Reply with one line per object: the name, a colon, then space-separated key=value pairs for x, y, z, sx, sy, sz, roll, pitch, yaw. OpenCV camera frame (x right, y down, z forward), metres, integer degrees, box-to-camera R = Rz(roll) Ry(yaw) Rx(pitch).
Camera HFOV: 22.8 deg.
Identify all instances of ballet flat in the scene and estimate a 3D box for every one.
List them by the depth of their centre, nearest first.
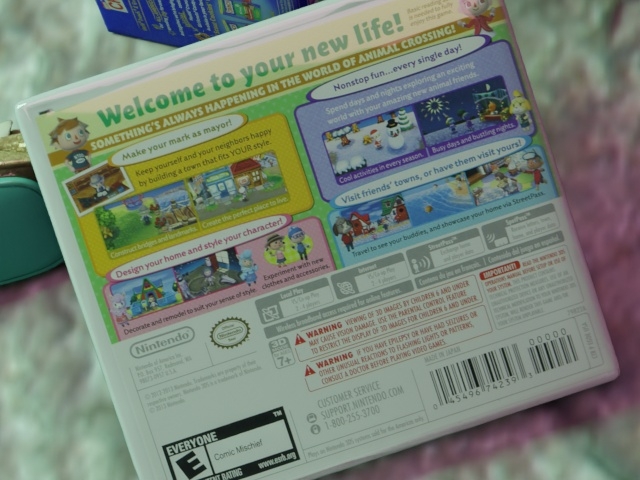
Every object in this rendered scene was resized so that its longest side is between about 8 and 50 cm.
ballet flat: x=-0.116 y=-0.029 z=0.731 sx=0.206 sy=0.073 sz=0.067 roll=-13 pitch=43 yaw=-2

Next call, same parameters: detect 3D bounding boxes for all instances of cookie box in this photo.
cookie box: x=-0.053 y=-0.124 z=0.736 sx=0.107 sy=0.092 sz=0.040 roll=14 pitch=69 yaw=10

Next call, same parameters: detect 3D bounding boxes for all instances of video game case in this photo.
video game case: x=0.000 y=0.000 z=0.683 sx=0.212 sy=0.023 sz=0.193 roll=-18 pitch=94 yaw=-1
